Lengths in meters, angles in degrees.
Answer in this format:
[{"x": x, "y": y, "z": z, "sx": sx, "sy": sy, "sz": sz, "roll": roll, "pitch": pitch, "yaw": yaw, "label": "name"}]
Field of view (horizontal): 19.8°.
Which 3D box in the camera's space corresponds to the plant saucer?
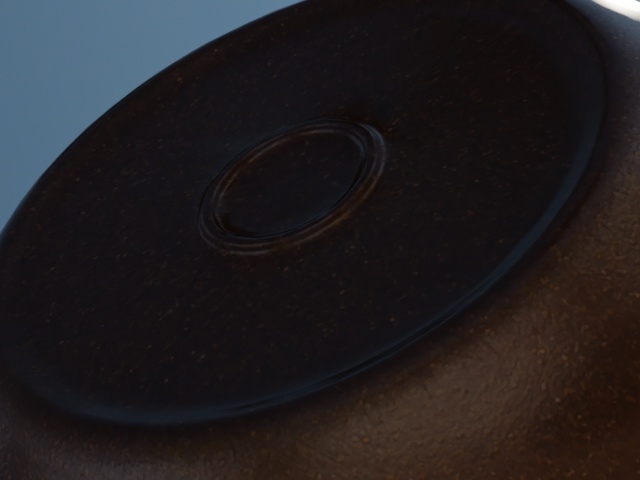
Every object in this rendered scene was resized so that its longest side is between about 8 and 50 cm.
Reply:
[{"x": 0.000, "y": 0.000, "z": 0.378, "sx": 0.198, "sy": 0.198, "sz": 0.036, "roll": -38, "pitch": -54, "yaw": -13, "label": "plant saucer"}]
